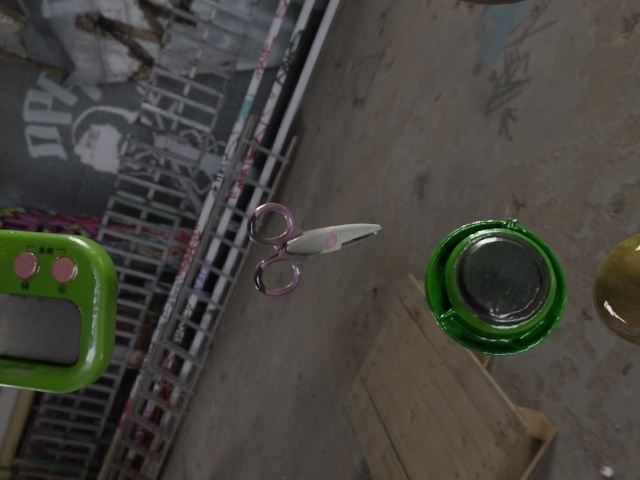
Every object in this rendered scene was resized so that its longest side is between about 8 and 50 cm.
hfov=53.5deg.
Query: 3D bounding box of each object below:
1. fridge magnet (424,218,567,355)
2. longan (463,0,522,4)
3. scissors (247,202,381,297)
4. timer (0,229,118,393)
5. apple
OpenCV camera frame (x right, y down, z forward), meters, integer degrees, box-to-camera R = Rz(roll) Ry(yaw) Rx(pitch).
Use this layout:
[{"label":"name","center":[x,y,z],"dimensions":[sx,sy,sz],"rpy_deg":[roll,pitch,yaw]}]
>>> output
[{"label":"fridge magnet","center":[0.258,0.066,0.938],"dimensions":[0.088,0.207,0.208],"rpy_deg":[82,-162,-71]},{"label":"longan","center":[0.161,-0.398,0.595],"dimensions":[0.361,0.360,0.361],"rpy_deg":[-52,29,44]},{"label":"scissors","center":[0.000,0.000,0.617],"dimensions":[0.022,0.176,0.086],"rpy_deg":[-5,95,44]},{"label":"timer","center":[-0.234,0.057,0.524],"dimensions":[0.047,0.140,0.128],"rpy_deg":[-4,-82,-78]},{"label":"apple","center":[0.709,0.109,1.310],"dimensions":[0.234,0.256,0.257],"rpy_deg":[47,119,49]}]
